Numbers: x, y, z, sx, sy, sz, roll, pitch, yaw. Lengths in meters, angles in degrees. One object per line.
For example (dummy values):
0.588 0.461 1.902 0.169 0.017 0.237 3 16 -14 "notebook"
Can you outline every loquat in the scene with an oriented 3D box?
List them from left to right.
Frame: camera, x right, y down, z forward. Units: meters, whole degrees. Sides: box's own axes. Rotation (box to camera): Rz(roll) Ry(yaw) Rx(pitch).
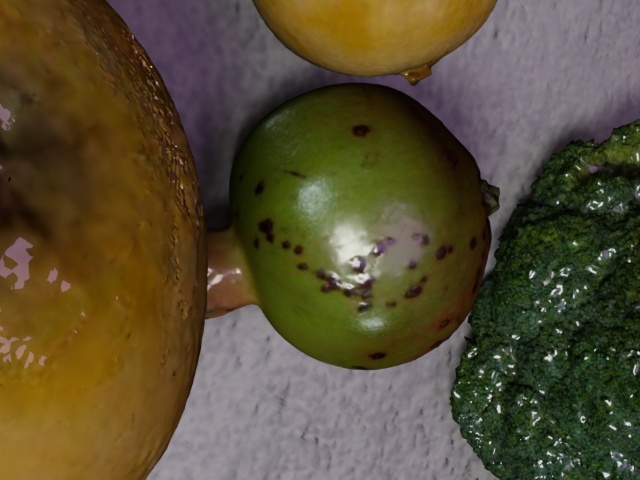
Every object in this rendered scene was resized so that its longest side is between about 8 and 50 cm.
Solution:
-0.165 0.005 0.390 0.263 0.263 0.263 -9 107 -34 "loquat"
0.029 -0.162 0.560 0.163 0.137 0.163 -5 105 -18 "loquat"

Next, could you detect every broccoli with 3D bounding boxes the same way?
0.258 0.084 0.728 0.283 0.304 0.321 -16 116 -65 "broccoli"

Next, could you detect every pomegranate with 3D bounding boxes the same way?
0.000 0.000 0.584 0.205 0.159 0.159 -16 113 -4 "pomegranate"
